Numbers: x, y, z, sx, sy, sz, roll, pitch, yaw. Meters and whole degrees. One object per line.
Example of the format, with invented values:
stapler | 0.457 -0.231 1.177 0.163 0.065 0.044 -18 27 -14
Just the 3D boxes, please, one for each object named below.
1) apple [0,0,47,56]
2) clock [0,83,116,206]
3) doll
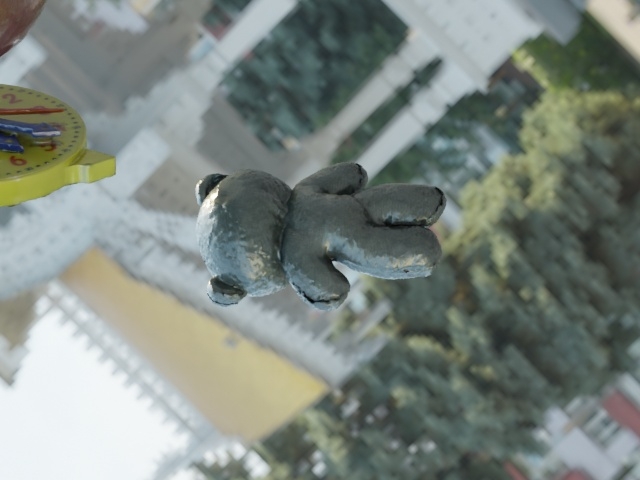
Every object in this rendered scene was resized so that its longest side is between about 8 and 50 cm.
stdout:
apple | -0.417 -0.323 1.763 0.306 0.235 0.305 33 -166 -9
clock | -0.412 -0.125 1.991 0.293 0.071 0.277 25 -145 35
doll | -0.002 0.004 2.263 0.158 0.341 0.245 88 -177 -55
